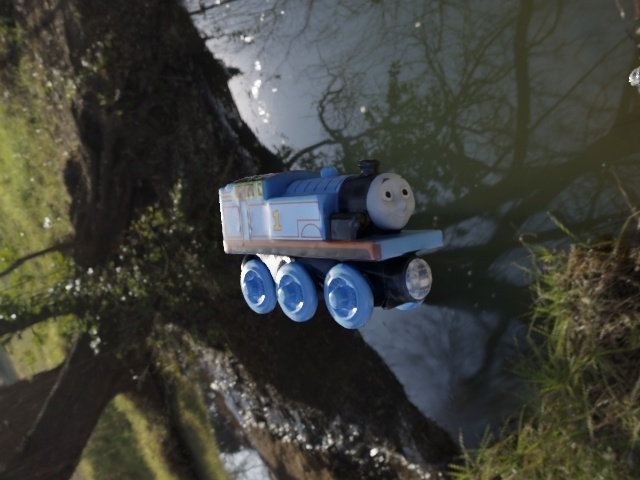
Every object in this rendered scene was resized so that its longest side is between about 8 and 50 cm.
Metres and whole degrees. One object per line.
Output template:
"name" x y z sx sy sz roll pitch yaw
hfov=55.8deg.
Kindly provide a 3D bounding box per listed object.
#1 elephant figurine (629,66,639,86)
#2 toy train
"elephant figurine" 0.535 -0.173 0.690 0.239 0.169 0.186 64 144 26
"toy train" 0.000 0.000 0.431 0.184 0.080 0.105 0 100 49
